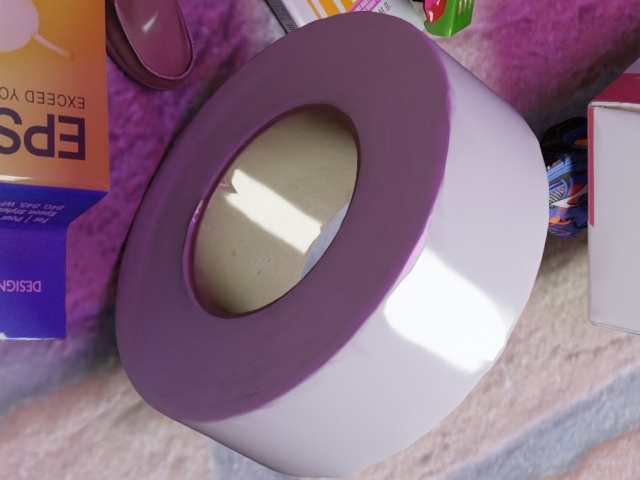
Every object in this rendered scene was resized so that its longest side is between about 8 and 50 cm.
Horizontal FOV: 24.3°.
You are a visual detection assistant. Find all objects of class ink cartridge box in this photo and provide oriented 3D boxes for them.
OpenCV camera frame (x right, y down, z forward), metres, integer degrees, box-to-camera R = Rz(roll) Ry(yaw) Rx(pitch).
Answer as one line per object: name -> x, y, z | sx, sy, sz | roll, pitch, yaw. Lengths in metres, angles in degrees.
ink cartridge box -> 0.333, -0.069, 1.257 | 0.283, 0.117, 0.207 | -39, 131, -46
ink cartridge box -> -0.258, -0.099, 0.823 | 0.303, 0.072, 0.307 | 3, 79, -42

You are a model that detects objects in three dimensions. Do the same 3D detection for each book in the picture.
book -> 0.009, -0.183, 1.097 | 0.096, 0.035, 0.144 | -50, 123, -24

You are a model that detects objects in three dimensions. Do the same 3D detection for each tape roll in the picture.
tape roll -> 0.000, 0.000, 0.933 | 0.100, 0.286, 0.286 | 33, 71, -36

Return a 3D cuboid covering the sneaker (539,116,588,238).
sneaker -> 0.190, -0.037, 1.224 | 0.221, 0.083, 0.087 | -23, 109, -36

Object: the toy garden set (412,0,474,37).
toy garden set -> 0.086, -0.271, 1.069 | 0.204, 0.049, 0.244 | -43, 141, -71

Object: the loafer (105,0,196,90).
loafer -> -0.121, -0.165, 0.972 | 0.056, 0.050, 0.148 | -40, 116, -32
